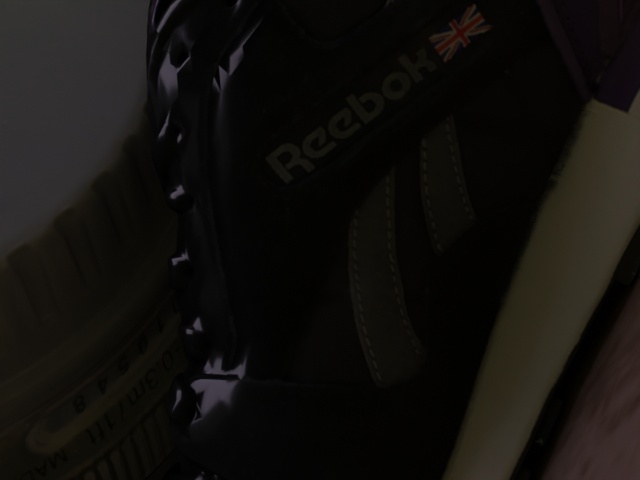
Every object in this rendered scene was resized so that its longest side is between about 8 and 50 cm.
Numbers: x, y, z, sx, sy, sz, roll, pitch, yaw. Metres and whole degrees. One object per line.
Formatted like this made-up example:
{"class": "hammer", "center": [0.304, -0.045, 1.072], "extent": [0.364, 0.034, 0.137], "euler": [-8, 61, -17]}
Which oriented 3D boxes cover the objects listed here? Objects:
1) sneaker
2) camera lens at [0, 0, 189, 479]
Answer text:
{"class": "sneaker", "center": [0.000, 0.000, 0.361], "extent": [0.283, 0.124, 0.107], "euler": [-61, 1, -7]}
{"class": "camera lens", "center": [-0.124, 0.052, 0.486], "extent": [0.274, 0.219, 0.219], "euler": [84, -153, -46]}
